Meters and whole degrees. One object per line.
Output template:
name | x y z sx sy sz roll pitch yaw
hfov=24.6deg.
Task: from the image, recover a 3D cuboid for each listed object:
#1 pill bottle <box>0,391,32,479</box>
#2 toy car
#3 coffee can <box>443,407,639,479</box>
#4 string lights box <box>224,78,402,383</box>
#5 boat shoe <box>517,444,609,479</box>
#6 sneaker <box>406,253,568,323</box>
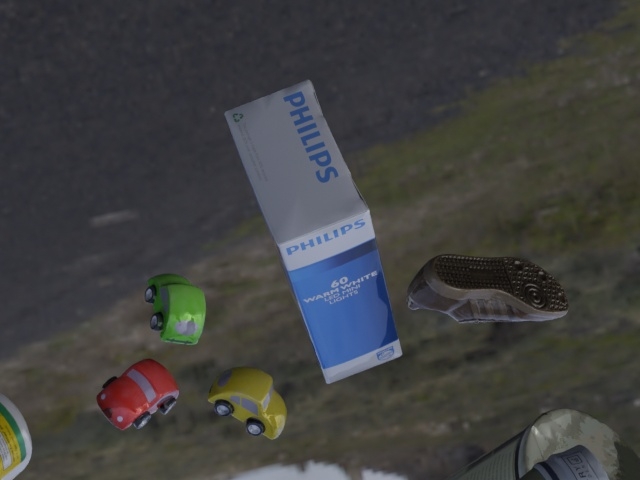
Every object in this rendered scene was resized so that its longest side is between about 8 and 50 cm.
pill bottle | -0.407 0.245 1.522 0.117 0.117 0.208 -20 -167 39
toy car | -0.152 0.119 1.684 0.239 0.225 0.053 10 135 -32
coffee can | 0.203 0.330 1.576 0.201 0.201 0.275 -6 153 -45
string lights box | 0.000 0.000 1.210 0.077 0.133 0.259 -21 150 -2
boat shoe | 0.143 0.234 1.039 0.094 0.109 0.302 -15 145 -7
sneaker | 0.178 0.057 1.585 0.188 0.066 0.071 14 142 -28
